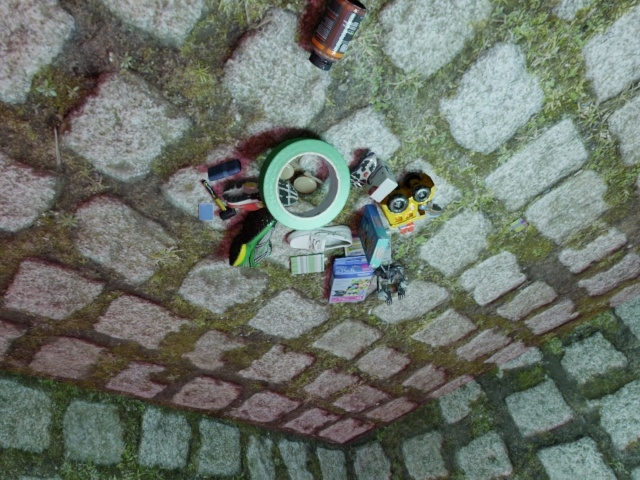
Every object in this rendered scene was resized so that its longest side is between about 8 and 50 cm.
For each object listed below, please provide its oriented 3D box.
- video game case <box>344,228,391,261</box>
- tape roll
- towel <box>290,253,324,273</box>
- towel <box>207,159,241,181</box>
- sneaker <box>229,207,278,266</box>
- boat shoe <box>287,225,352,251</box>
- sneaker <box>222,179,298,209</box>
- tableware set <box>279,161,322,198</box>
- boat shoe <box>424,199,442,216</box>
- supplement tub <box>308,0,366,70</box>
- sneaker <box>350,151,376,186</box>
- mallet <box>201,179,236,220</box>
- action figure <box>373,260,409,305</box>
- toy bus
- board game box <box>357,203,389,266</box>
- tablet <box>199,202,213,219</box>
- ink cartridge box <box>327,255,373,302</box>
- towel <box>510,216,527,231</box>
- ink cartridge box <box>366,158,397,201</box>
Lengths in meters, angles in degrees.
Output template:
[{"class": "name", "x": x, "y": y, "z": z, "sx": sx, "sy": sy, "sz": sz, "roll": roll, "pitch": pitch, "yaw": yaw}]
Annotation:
[{"class": "video game case", "x": 0.215, "y": 0.038, "z": 1.943, "sx": 0.212, "sy": 0.023, "sz": 0.193, "roll": -10, "pitch": 136, "yaw": -1}, {"class": "tape roll", "x": -0.054, "y": -0.197, "z": 1.506, "sx": 0.321, "sy": 0.077, "sz": 0.321, "roll": -7, "pitch": 111, "yaw": -20}, {"class": "towel", "x": -0.060, "y": 0.104, "z": 1.951, "sx": 0.152, "sy": 0.023, "sz": 0.113, "roll": -4, "pitch": 133, "yaw": -5}, {"class": "towel", "x": -0.336, "y": -0.244, "z": 1.503, "sx": 0.119, "sy": 0.067, "sz": 0.029, "roll": -17, "pitch": 134, "yaw": 3}, {"class": "sneaker", "x": -0.248, "y": -0.011, "z": 1.732, "sx": 0.146, "sy": 0.134, "sz": 0.343, "roll": 10, "pitch": 141, "yaw": -31}, {"class": "boat shoe", "x": 0.000, "y": 0.000, "z": 1.802, "sx": 0.277, "sy": 0.096, "sz": 0.098, "roll": -8, "pitch": 136, "yaw": -5}, {"class": "sneaker", "x": -0.223, "y": -0.162, "z": 1.598, "sx": 0.279, "sy": 0.107, "sz": 0.118, "roll": 2, "pitch": 162, "yaw": -2}, {"class": "tableware set", "x": -0.099, "y": -0.241, "z": 1.580, "sx": 0.194, "sy": 0.039, "sz": 0.128, "roll": 30, "pitch": 136, "yaw": -29}, {"class": "boat shoe", "x": 0.432, "y": -0.146, "z": 1.777, "sx": 0.183, "sy": 0.066, "sz": 0.066, "roll": 8, "pitch": 131, "yaw": -20}, {"class": "supplement tub", "x": 0.039, "y": -0.589, "z": 1.216, "sx": 0.106, "sy": 0.106, "sz": 0.198, "roll": 15, "pitch": 129, "yaw": -26}, {"class": "sneaker", "x": 0.162, "y": -0.264, "z": 1.603, "sx": 0.068, "sy": 0.071, "sz": 0.170, "roll": 32, "pitch": 138, "yaw": -12}, {"class": "mallet", "x": -0.379, "y": -0.155, "z": 1.609, "sx": 0.062, "sy": 0.039, "sz": 0.190, "roll": -17, "pitch": 132, "yaw": 4}, {"class": "action figure", "x": 0.345, "y": 0.214, "z": 2.064, "sx": 0.164, "sy": 0.141, "sz": 0.276, "roll": -19, "pitch": 139, "yaw": 8}, {"class": "toy bus", "x": 0.348, "y": -0.134, "z": 1.682, "sx": 0.220, "sy": 0.149, "sz": 0.211, "roll": -21, "pitch": 121, "yaw": 6}, {"class": "board game box", "x": 0.211, "y": -0.020, "z": 1.749, "sx": 0.047, "sy": 0.210, "sz": 0.160, "roll": 1, "pitch": 135, "yaw": -13}, {"class": "tablet", "x": -0.441, "y": -0.112, "z": 1.655, "sx": 0.054, "sy": 0.006, "sz": 0.083, "roll": 1, "pitch": 133, "yaw": -13}, {"class": "ink cartridge box", "x": 0.141, "y": 0.190, "z": 2.031, "sx": 0.185, "sy": 0.065, "sz": 0.311, "roll": -3, "pitch": 139, "yaw": -10}, {"class": "towel", "x": 0.928, "y": -0.073, "z": 2.002, "sx": 0.060, "sy": 0.009, "sz": 0.083, "roll": -39, "pitch": 129, "yaw": 25}, {"class": "ink cartridge box", "x": 0.220, "y": -0.226, "z": 1.600, "sx": 0.056, "sy": 0.135, "sz": 0.099, "roll": 27, "pitch": 123, "yaw": -30}]
